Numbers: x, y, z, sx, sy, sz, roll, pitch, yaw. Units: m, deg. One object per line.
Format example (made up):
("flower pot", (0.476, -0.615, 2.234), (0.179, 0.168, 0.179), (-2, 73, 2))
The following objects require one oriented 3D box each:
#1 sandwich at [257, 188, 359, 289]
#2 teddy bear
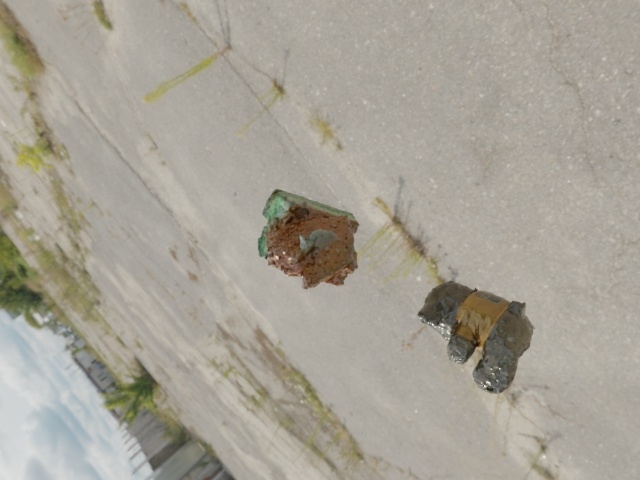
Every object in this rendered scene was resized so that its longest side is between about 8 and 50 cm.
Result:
("sandwich", (0.006, 0.000, 0.798), (0.160, 0.184, 0.109), (31, 108, 48))
("teddy bear", (0.266, 0.141, 0.900), (0.190, 0.177, 0.140), (25, 123, 28))
